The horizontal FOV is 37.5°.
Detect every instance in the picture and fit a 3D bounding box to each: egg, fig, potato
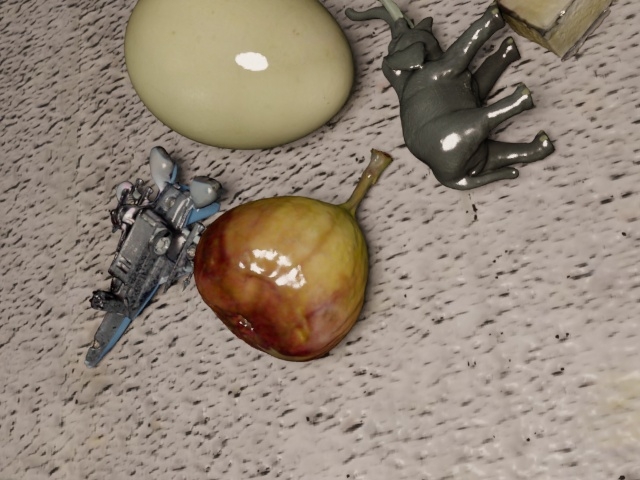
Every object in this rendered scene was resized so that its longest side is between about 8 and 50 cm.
[{"bbox_3d":[-0.083,-0.185,0.959,0.253,0.188,0.189,21,82,29],"label":"egg"},{"bbox_3d":[-0.004,0.003,0.872,0.231,0.143,0.160,-45,86,-1],"label":"fig"},{"bbox_3d":[0.232,-0.236,0.877,0.122,0.061,0.086,-47,56,2],"label":"potato"}]

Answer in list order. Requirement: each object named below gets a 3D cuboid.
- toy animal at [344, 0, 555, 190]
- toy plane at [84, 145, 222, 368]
[{"bbox_3d":[0.122,-0.161,0.896,0.137,0.082,0.270,-30,59,15],"label":"toy animal"},{"bbox_3d":[-0.196,0.027,1.006,0.169,0.078,0.246,33,89,34],"label":"toy plane"}]
